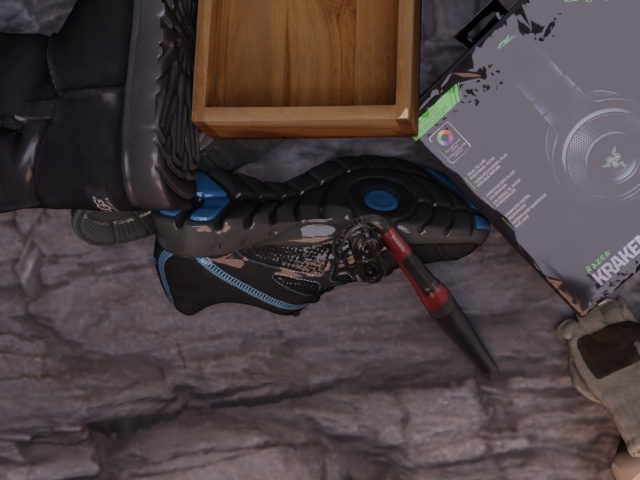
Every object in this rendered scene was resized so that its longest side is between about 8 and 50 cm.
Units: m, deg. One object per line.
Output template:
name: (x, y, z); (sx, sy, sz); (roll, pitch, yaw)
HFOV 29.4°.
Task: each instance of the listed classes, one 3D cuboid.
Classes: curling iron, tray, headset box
curling iron: (0.102, 0.061, 1.207); (0.068, 0.035, 0.274); (-31, 130, 22)
tray: (-0.004, -0.303, 1.162); (0.203, 0.076, 0.410); (0, 80, 12)
headset box: (0.247, -0.117, 1.190); (0.246, 0.131, 0.283); (-42, 91, 12)

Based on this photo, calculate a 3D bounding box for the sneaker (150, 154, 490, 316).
sneaker: (0.000, 0.000, 1.237); (0.341, 0.125, 0.139); (-1, 128, -8)

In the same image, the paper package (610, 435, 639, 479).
paper package: (0.481, 0.290, 1.181); (0.325, 0.168, 0.309); (-19, 94, 18)

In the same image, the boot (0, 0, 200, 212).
boot: (-0.339, -0.190, 1.198); (0.445, 0.146, 0.366); (-2, 66, 15)

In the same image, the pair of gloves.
pair of gloves: (0.366, 0.103, 1.206); (0.240, 0.204, 0.042); (-27, 127, -1)

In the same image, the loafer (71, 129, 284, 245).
loafer: (-0.139, -0.091, 1.243); (0.268, 0.084, 0.096); (-32, 135, 2)
